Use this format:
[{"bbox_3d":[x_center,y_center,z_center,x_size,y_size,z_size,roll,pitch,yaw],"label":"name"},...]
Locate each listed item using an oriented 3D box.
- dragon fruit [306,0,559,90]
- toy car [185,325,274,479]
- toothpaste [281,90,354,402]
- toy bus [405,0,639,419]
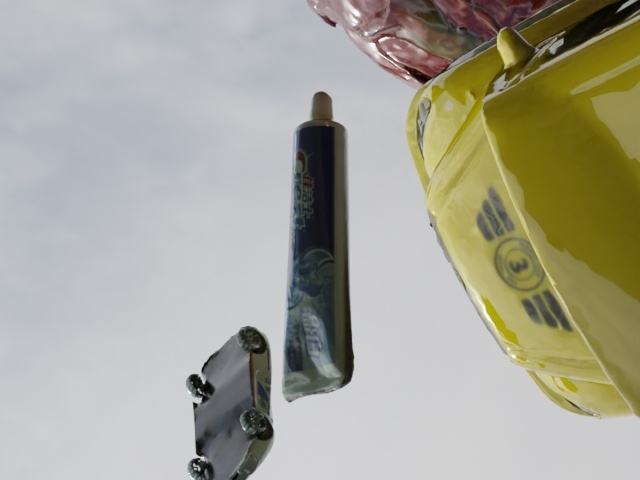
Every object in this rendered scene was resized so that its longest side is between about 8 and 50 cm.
[{"bbox_3d":[0.104,-0.251,1.231,0.277,0.277,0.342,-9,-131,-27],"label":"dragon fruit"},{"bbox_3d":[-0.083,0.168,1.559,0.056,0.095,0.205,33,-151,-29],"label":"toy car"},{"bbox_3d":[-0.001,0.000,1.345,0.069,0.047,0.268,-4,-110,13],"label":"toothpaste"},{"bbox_3d":[0.163,-0.040,0.465,0.144,0.330,0.152,61,-146,-4],"label":"toy bus"}]
